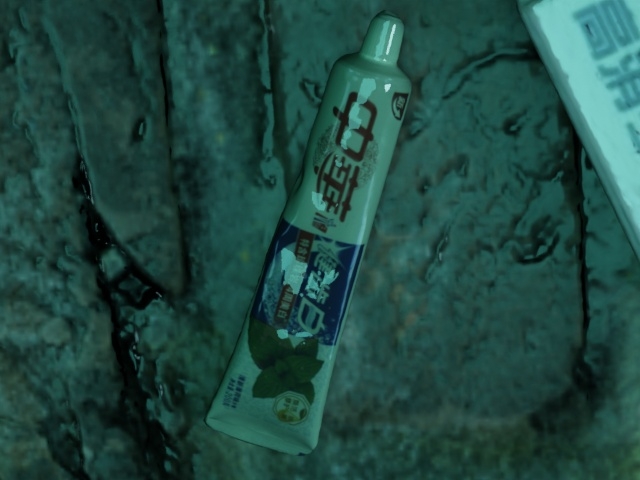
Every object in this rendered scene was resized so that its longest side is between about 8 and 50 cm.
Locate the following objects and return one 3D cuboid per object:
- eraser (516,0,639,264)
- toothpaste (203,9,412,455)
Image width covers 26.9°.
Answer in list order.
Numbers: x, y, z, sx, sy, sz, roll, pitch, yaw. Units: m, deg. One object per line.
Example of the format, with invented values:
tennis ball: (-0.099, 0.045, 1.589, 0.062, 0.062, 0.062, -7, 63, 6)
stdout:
eraser: (0.167, -0.084, 0.599, 0.124, 0.068, 0.210, -26, 96, 16)
toothpaste: (0.000, 0.000, 0.659, 0.060, 0.038, 0.233, 20, 107, 7)
